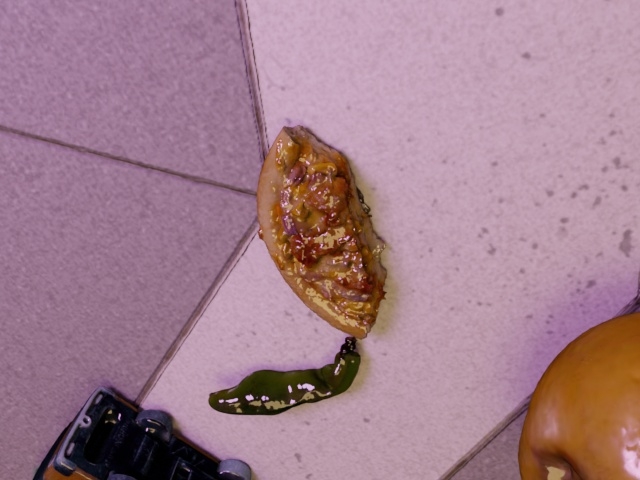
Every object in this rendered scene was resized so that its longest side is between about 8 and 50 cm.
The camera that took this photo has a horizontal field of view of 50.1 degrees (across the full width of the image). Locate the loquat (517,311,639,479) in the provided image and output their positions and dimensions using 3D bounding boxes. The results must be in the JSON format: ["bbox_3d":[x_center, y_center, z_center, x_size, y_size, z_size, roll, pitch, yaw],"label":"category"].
[{"bbox_3d":[0.335,0.197,0.653,0.274,0.275,0.275,3,118,6],"label":"loquat"}]

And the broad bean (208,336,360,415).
[{"bbox_3d":[-0.035,0.170,0.799,0.195,0.046,0.061,-25,100,14],"label":"broad bean"}]

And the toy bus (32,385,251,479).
[{"bbox_3d":[-0.218,0.327,0.859,0.275,0.139,0.167,38,118,-15],"label":"toy bus"}]

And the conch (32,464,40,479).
[{"bbox_3d":[-0.349,0.334,0.926,0.076,0.056,0.085,-8,98,33],"label":"conch"}]

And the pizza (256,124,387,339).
[{"bbox_3d":[0.001,0.001,0.697,0.127,0.058,0.247,-5,119,10],"label":"pizza"}]
